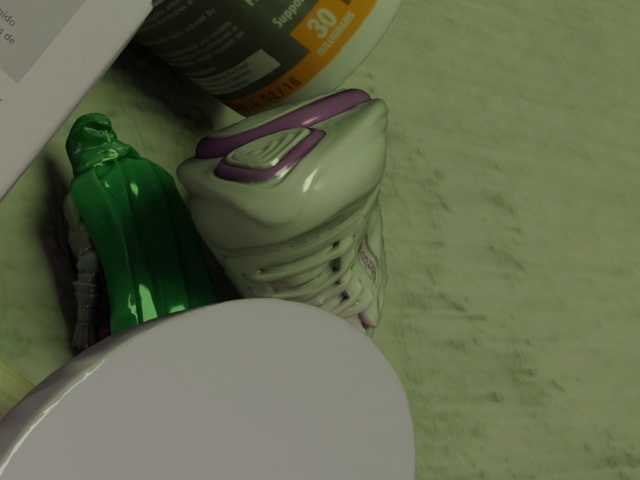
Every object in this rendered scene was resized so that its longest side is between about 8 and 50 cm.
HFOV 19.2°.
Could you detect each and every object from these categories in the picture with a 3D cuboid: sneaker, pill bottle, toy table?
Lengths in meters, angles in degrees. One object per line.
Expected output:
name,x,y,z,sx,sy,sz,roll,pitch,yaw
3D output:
sneaker,0.000,0.000,1.046,0.305,0.114,0.152,-2,75,-87
pill bottle,-0.091,-0.204,1.102,0.278,0.162,0.162,35,43,-30
toy table,-0.101,0.134,0.828,0.274,0.161,0.252,-16,93,-47

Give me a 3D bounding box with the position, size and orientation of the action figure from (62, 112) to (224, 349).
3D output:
action figure,-0.091,0.039,1.026,0.137,0.063,0.232,-8,77,-52

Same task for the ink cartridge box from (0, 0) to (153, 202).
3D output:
ink cartridge box,-0.236,-0.150,0.794,0.309,0.130,0.272,44,76,-25
